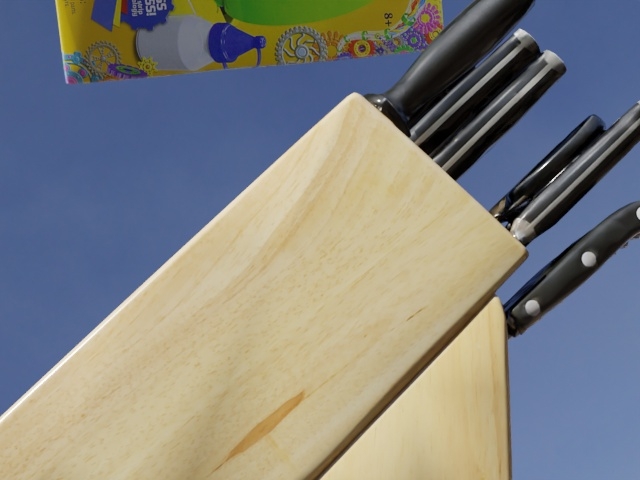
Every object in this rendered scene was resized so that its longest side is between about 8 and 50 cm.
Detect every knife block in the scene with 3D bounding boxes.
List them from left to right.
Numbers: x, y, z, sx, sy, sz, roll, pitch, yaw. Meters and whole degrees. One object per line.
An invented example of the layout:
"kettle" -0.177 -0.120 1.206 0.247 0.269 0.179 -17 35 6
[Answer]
"knife block" 0.000 0.000 0.497 0.276 0.242 0.088 1 -16 -7

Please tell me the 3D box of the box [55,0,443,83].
"box" -0.070 -0.277 0.923 0.279 0.289 0.177 -7 10 -10
